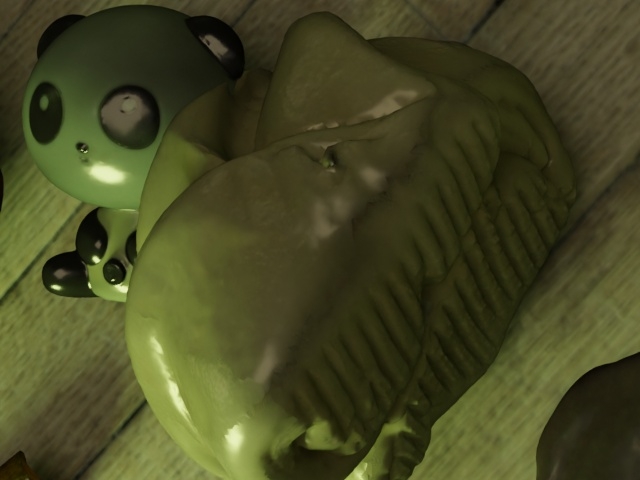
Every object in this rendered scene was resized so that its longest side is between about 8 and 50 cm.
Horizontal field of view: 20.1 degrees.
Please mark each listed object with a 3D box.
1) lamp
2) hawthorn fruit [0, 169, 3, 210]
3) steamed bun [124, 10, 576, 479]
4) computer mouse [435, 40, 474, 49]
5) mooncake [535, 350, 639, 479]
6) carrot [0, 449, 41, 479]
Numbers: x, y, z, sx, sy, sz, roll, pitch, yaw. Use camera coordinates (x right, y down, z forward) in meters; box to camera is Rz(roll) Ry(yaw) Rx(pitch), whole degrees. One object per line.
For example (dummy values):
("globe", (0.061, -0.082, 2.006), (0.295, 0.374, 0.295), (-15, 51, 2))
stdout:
("lamp", (-0.149, -0.071, 1.481), (0.198, 0.198, 0.244), (4, 96, 24))
("hawthorn fruit", (-0.430, -0.035, 1.555), (0.308, 0.325, 0.308), (1, 88, -16))
("steamed bun", (0.000, 0.000, 1.324), (0.255, 0.342, 0.367), (31, 80, 26))
("computer mouse", (0.110, -0.120, 1.440), (0.096, 0.039, 0.066), (44, 103, 21))
("mooncake", (0.273, 0.185, 1.289), (0.245, 0.133, 0.245), (-2, 85, 24))
("carrot", (-0.294, 0.261, 1.567), (0.173, 0.082, 0.082), (-41, 71, 8))
